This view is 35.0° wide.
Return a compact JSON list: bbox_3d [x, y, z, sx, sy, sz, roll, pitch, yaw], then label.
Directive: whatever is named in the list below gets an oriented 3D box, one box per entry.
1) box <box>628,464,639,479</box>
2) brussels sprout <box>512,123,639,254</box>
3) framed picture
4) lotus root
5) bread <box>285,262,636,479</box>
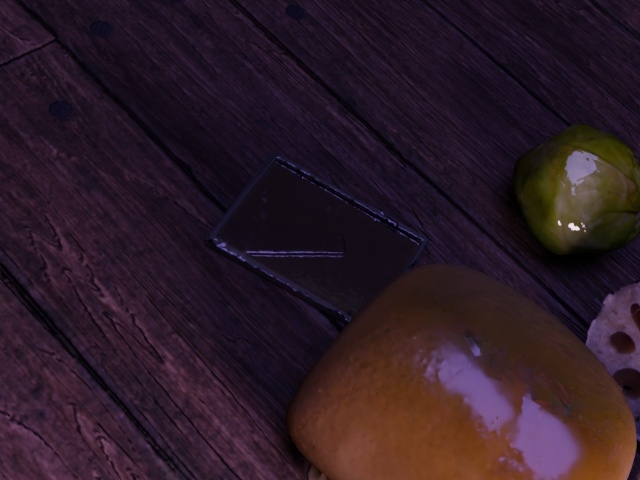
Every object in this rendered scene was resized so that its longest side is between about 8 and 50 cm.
[{"bbox_3d":[0.446,0.396,1.218,0.252,0.203,0.106,37,56,11],"label":"box"},{"bbox_3d":[0.400,-0.072,1.557,0.223,0.161,0.223,6,60,-11],"label":"brussels sprout"},{"bbox_3d":[0.000,0.000,1.485,0.281,0.019,0.209,31,54,7],"label":"framed picture"},{"bbox_3d":[0.524,0.157,1.398,0.192,0.272,0.272,-21,64,-38],"label":"lotus root"},{"bbox_3d":[0.189,0.214,1.247,0.376,0.253,0.348,44,53,14],"label":"bread"}]
